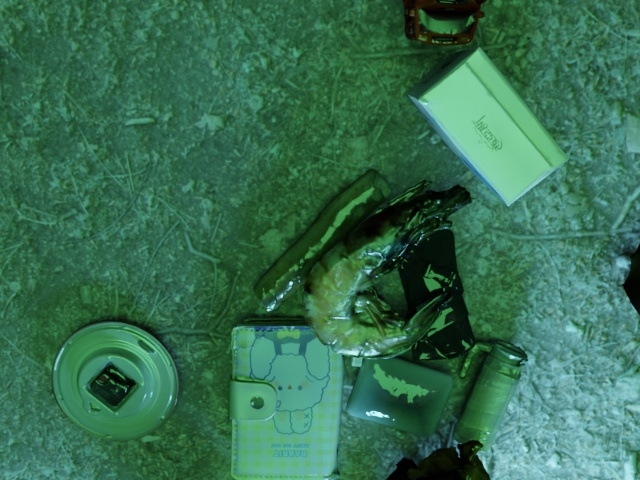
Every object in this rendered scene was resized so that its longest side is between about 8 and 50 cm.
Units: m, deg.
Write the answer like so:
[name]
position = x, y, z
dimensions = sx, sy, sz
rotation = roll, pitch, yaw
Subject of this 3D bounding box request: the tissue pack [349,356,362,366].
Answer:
[tissue pack]
position = 0.071, 0.173, 1.258
dimensions = 0.023, 0.056, 0.108
rotation = 5, 104, -5

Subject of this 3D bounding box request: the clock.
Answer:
[clock]
position = -0.389, 0.267, 1.294
dimensions = 0.244, 0.056, 0.244
rotation = 0, 103, 2

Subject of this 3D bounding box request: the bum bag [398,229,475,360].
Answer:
[bum bag]
position = 0.202, 0.098, 1.235
dimensions = 0.123, 0.060, 0.248
rotation = -13, 100, 8

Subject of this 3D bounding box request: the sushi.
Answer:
[sushi]
position = 0.221, 0.473, 1.228
dimensions = 0.204, 0.200, 0.213
rotation = -20, 117, 32

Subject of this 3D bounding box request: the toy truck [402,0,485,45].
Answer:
[toy truck]
position = 0.184, -0.356, 1.035
dimensions = 0.107, 0.253, 0.114
rotation = 3, 107, 1

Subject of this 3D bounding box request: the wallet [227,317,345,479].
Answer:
[wallet]
position = -0.061, 0.297, 1.281
dimensions = 0.223, 0.077, 0.310
rotation = 2, 101, -1

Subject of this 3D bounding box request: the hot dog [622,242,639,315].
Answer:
[hot dog]
position = 0.664, 0.020, 1.169
dimensions = 0.326, 0.107, 0.194
rotation = -36, 70, 8

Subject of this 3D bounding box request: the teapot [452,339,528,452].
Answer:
[teapot]
position = 0.302, 0.280, 1.270
dimensions = 0.107, 0.077, 0.200
rotation = 23, 103, 16

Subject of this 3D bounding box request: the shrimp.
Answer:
[shrimp]
position = 0.136, 0.062, 1.180
dimensions = 0.365, 0.071, 0.233
rotation = -39, 98, 8

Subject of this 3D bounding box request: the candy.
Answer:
[candy]
position = 0.148, 0.287, 1.274
dimensions = 0.174, 0.071, 0.138
rotation = 18, 105, -2

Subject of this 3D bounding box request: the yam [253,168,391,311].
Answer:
[yam]
position = 0.000, 0.000, 1.215
dimensions = 0.317, 0.067, 0.071
rotation = -45, 133, 11

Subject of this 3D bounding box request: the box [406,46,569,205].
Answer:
[box]
position = 0.245, -0.184, 1.060
dimensions = 0.116, 0.274, 0.203
rotation = -40, 99, 12
